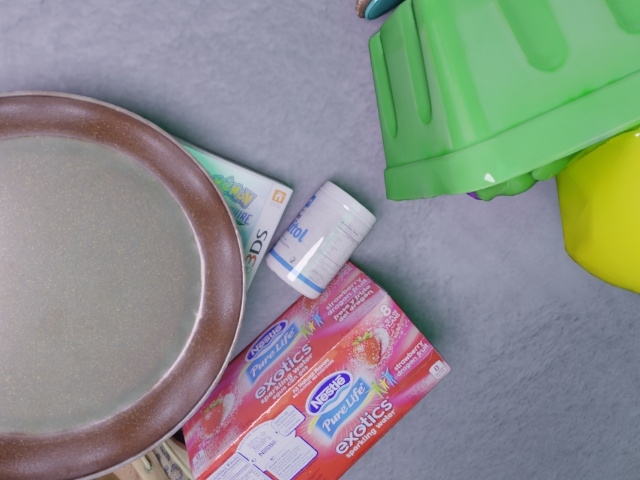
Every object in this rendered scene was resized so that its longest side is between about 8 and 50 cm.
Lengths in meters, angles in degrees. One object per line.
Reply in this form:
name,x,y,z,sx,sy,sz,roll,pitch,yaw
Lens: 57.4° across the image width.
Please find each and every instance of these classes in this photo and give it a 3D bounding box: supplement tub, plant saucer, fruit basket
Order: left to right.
plant saucer,-0.214,0.041,0.470,0.310,0.050,0.311,-3,96,-27
supplement tub,0.000,0.000,0.604,0.071,0.071,0.107,37,91,-27
fruit basket,0.261,-0.093,0.536,0.391,0.283,0.392,-1,93,-10

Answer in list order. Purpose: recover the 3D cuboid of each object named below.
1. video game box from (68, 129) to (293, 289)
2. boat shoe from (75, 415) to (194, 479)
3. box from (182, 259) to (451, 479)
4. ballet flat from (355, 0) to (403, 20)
video game box,-0.154,-0.006,0.557,0.205,0.048,0.187,21,96,-25
boat shoe,-0.202,0.216,0.569,0.104,0.089,0.285,-27,120,23
box,-0.009,0.159,0.623,0.257,0.122,0.128,-43,117,-3
ballet flat,0.104,-0.289,0.561,0.206,0.073,0.067,-35,89,-10
